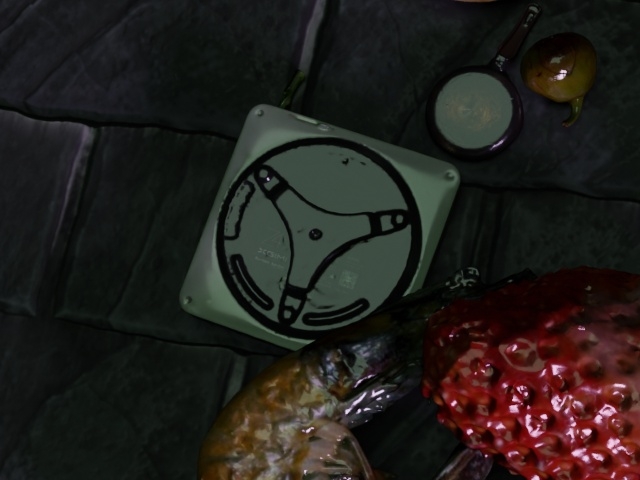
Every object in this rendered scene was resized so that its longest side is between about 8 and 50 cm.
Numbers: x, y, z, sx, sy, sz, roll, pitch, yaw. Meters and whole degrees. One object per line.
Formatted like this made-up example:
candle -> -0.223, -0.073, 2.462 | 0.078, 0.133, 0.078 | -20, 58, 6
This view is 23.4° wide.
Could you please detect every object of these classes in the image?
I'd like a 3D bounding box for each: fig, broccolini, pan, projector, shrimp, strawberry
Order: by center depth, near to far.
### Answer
strawberry -> 0.272, 0.131, 1.552 | 0.336, 0.149, 0.265 | 10, 66, -17
shrimp -> 0.081, 0.183, 1.601 | 0.445, 0.085, 0.272 | -37, 64, -18
projector -> 0.000, 0.000, 1.740 | 0.257, 0.079, 0.259 | 19, 82, 11
fig -> 0.278, -0.188, 1.758 | 0.082, 0.098, 0.084 | -12, 25, 44
pan -> 0.202, -0.189, 1.787 | 0.115, 0.040, 0.212 | 28, 81, 13
broccolini -> -0.059, -0.142, 1.839 | 0.035, 0.030, 0.140 | 7, 66, 51
